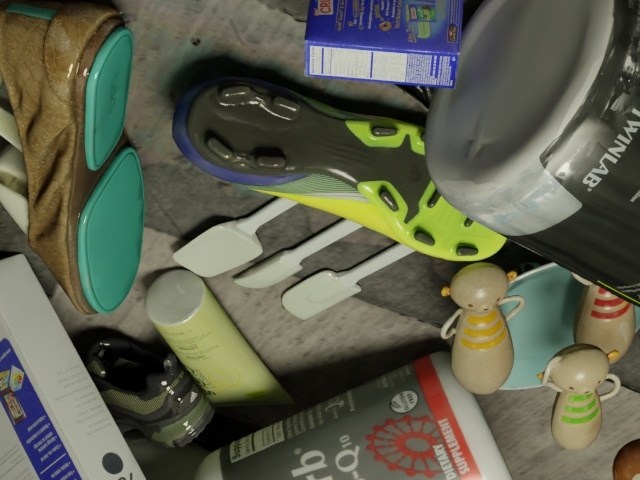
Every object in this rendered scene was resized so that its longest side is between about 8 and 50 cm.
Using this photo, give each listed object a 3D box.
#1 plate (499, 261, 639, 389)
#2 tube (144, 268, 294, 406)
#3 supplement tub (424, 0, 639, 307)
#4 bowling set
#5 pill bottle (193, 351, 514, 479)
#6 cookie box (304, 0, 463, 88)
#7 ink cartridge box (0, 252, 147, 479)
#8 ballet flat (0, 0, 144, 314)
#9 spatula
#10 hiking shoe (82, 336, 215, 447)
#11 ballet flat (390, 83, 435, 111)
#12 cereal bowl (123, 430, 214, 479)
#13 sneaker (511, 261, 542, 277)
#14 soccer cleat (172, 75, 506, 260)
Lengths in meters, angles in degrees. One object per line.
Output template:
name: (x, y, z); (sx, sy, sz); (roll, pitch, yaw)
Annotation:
plate: (0.204, 0.069, 1.436); (0.188, 0.024, 0.188); (-12, 142, -9)
tube: (-0.101, 0.112, 1.581); (0.070, 0.062, 0.240); (39, 167, 32)
supplement tub: (0.261, -0.050, 1.150); (0.338, 0.207, 0.207); (27, 141, -27)
bowling set: (0.259, 0.097, 1.322); (0.287, 0.200, 0.154); (-18, 141, -8)
pill bottle: (0.005, 0.269, 1.555); (0.363, 0.210, 0.210); (-25, 140, 3)
cookie box: (0.045, -0.155, 1.134); (0.107, 0.091, 0.040); (5, 143, 3)
ink cartridge box: (-0.260, 0.193, 1.522); (0.065, 0.332, 0.165); (-19, 167, -43)
ballet flat: (-0.214, -0.070, 1.300); (0.124, 0.116, 0.342); (23, 147, 12)
spatula: (0.000, 0.000, 1.432); (0.168, 0.019, 0.242); (30, 139, -30)
hiking shoe: (-0.214, 0.140, 1.625); (0.227, 0.086, 0.114); (-1, 123, 31)
ballet flat: (0.090, -0.115, 1.220); (0.173, 0.049, 0.057); (32, 139, -33)
cereal bowl: (-0.195, 0.311, 1.810); (0.339, 0.141, 0.339); (4, 146, 3)
sneaker: (0.202, 0.053, 1.465); (0.069, 0.038, 0.098); (10, 150, -14)
soccer cleat: (0.018, -0.061, 1.295); (0.289, 0.093, 0.121); (20, 177, -17)
